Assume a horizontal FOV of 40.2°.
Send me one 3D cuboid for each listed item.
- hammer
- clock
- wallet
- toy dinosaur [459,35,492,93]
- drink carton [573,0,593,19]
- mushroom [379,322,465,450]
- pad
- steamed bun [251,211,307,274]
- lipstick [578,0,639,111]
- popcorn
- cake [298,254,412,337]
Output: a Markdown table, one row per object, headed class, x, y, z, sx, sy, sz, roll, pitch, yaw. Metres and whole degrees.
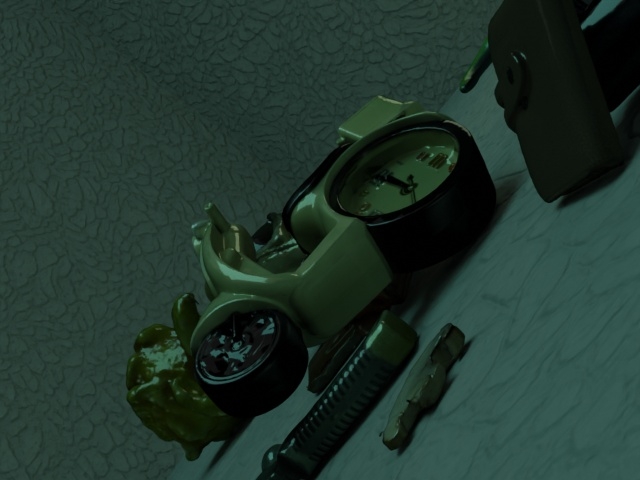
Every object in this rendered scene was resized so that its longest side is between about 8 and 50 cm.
| class | x | y | z | sx | sy | sz | roll | pitch | yaw |
| --- | --- | --- | --- | --- | --- | --- | --- | --- | --- |
| hammer | 0.005 | 0.165 | 0.794 | 0.226 | 0.041 | 0.159 | -52 | 2 | 12 |
| clock | 0.000 | 0.000 | 0.922 | 0.379 | 0.120 | 0.276 | -37 | 34 | -12 |
| wallet | 0.161 | -0.109 | 0.629 | 0.038 | 0.153 | 0.118 | -15 | -10 | -9 |
| toy dinosaur | 0.390 | -0.386 | 1.040 | 0.500 | 0.144 | 0.374 | -57 | 15 | -19 |
| drink carton | 0.275 | -0.236 | 0.782 | 0.134 | 0.102 | 0.222 | -55 | 0 | 6 |
| mushroom | 0.072 | 0.103 | 0.611 | 0.101 | 0.019 | 0.049 | -56 | 2 | -20 |
| pad | 0.071 | 0.083 | 1.232 | 0.284 | 0.018 | 0.286 | -53 | 0 | 0 |
| steamed bun | -0.004 | 0.012 | 1.479 | 0.275 | 0.206 | 0.320 | -56 | -7 | 36 |
| lipstick | 0.316 | -0.266 | 0.588 | 0.418 | 0.077 | 0.077 | -52 | 2 | 22 |
| popcorn | -0.245 | 0.288 | 1.772 | 0.290 | 0.325 | 0.321 | -58 | -39 | -9 |
| cake | 0.067 | -0.009 | 1.055 | 0.135 | 0.098 | 0.287 | -8 | 36 | 39 |
